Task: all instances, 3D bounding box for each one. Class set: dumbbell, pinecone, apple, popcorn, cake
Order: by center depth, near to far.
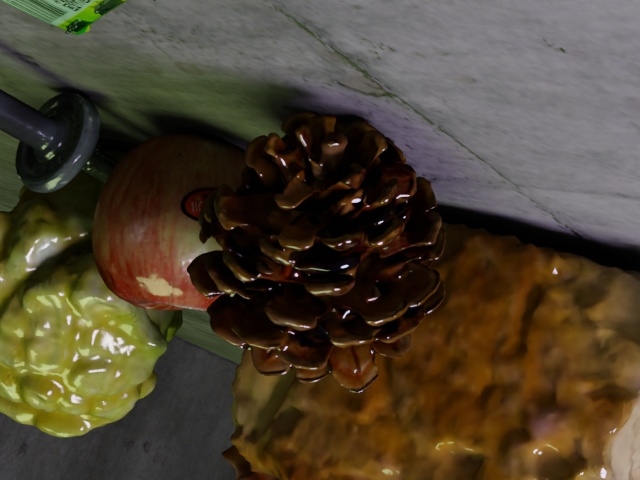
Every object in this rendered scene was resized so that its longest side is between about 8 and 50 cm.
[{"bbox_3d":[0.000,0.000,0.751,0.174,0.173,0.173,20,170,4],"label":"pinecone"},{"bbox_3d":[-0.230,-0.094,0.888,0.082,0.081,0.254,11,166,44],"label":"dumbbell"},{"bbox_3d":[0.130,0.159,0.913,0.314,0.293,0.307,21,170,38],"label":"cake"},{"bbox_3d":[-0.097,-0.011,0.926,0.146,0.130,0.146,7,171,1],"label":"apple"},{"bbox_3d":[-0.205,0.040,1.068,0.195,0.256,0.255,11,163,-11],"label":"popcorn"}]

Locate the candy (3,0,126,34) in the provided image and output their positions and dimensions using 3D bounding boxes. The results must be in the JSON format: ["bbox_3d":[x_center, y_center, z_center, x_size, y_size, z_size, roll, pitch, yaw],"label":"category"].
[{"bbox_3d":[-0.140,-0.140,0.611,0.102,0.032,0.178,29,169,-21],"label":"candy"}]
